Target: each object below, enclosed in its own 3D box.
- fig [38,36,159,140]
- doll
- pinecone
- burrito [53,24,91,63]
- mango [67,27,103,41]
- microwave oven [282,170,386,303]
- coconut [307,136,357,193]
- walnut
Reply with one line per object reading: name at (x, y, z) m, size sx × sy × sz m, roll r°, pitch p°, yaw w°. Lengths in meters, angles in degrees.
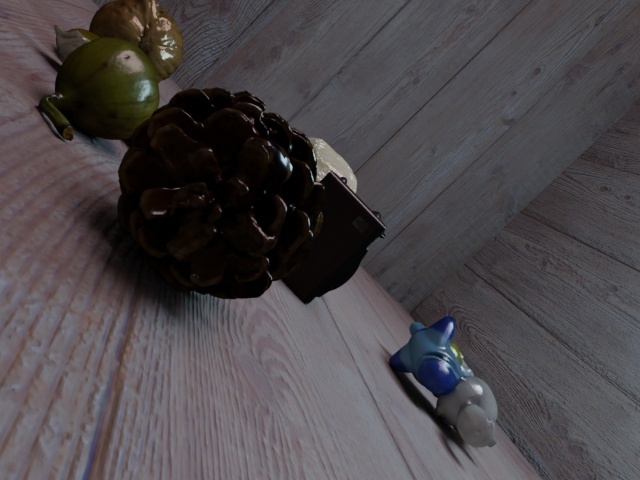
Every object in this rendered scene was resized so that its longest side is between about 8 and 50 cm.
fig at (-0.326, -0.208, 0.779) m, size 0.142 × 0.186 × 0.148 m, roll -24°, pitch -89°, yaw 50°
doll at (0.308, 0.349, 1.340) m, size 0.366 × 0.187 × 0.376 m, roll 58°, pitch -14°, yaw 24°
pinecone at (-0.108, -0.041, 0.604) m, size 0.243 × 0.243 × 0.257 m, roll 43°, pitch 19°, yaw -29°
burrito at (-0.340, -0.225, 0.980) m, size 0.392 × 0.076 × 0.117 m, roll 48°, pitch -2°, yaw 2°
mango at (-0.471, -0.388, 1.123) m, size 0.122 × 0.085 × 0.191 m, roll 50°, pitch 4°, yaw 7°
microwave oven at (0.008, -0.006, 1.171) m, size 0.188 × 0.247 × 0.178 m, roll 44°, pitch 8°, yaw -3°
coconut at (-0.033, -0.139, 1.619) m, size 0.254 × 0.297 × 0.297 m, roll 43°, pitch 5°, yaw -11°
walnut at (-0.465, -0.501, 1.355) m, size 0.224 × 0.257 × 0.257 m, roll 5°, pitch 28°, yaw -30°
